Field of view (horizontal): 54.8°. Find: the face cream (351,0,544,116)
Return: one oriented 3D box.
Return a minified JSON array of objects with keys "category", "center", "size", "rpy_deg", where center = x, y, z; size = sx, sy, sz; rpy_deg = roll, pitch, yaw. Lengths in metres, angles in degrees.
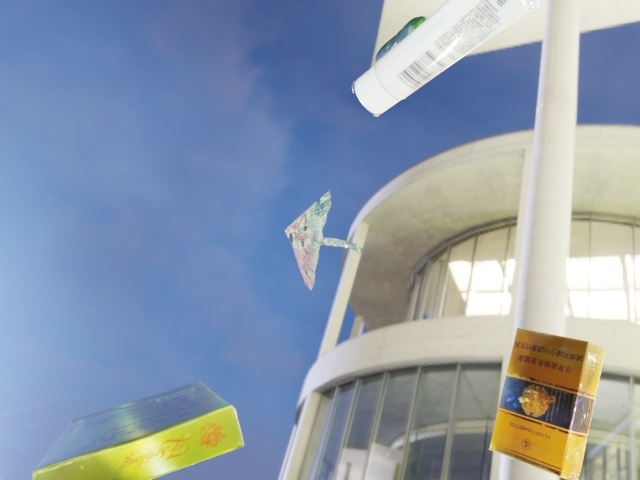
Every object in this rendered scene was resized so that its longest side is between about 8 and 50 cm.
[{"category":"face cream","center":[0.142,-0.241,0.757],"size":[0.092,0.058,0.244],"rpy_deg":[25,-42,-37]}]

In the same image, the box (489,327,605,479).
[{"category":"box","center":[0.409,0.290,1.122],"size":[0.070,0.237,0.152],"rpy_deg":[19,-9,-36]}]

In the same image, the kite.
[{"category":"kite","center":[0.000,0.000,0.830],"size":[0.011,0.139,0.157],"rpy_deg":[5,5,-42]}]

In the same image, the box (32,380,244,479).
[{"category":"box","center":[-0.191,0.205,0.662],"size":[0.173,0.043,0.311],"rpy_deg":[-14,-4,-18]}]

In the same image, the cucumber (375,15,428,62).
[{"category":"cucumber","center":[0.132,-0.301,0.962],"size":[0.056,0.056,0.284],"rpy_deg":[25,3,-9]}]
